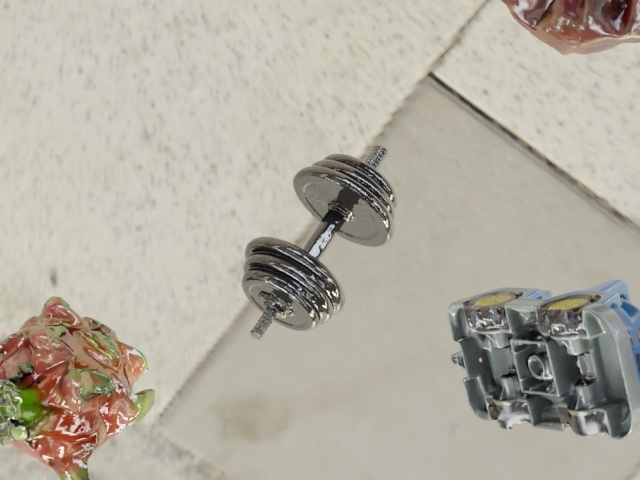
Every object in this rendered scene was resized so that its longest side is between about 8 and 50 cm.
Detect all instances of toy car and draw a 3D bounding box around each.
[{"bbox_3d":[0.181,0.081,1.195,0.100,0.191,0.097,-20,101,-31],"label":"toy car"}]

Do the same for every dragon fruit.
[{"bbox_3d":[-0.222,0.135,1.367,0.137,0.236,0.135,39,99,-11],"label":"dragon fruit"}]

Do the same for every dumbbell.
[{"bbox_3d":[0.000,0.000,1.388,0.099,0.099,0.208,43,65,-18],"label":"dumbbell"}]

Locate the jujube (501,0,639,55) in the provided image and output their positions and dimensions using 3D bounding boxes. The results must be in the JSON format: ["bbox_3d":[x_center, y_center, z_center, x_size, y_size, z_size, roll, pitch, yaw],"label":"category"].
[{"bbox_3d":[0.236,-0.341,1.294,0.276,0.276,0.376,-6,94,-6],"label":"jujube"}]
